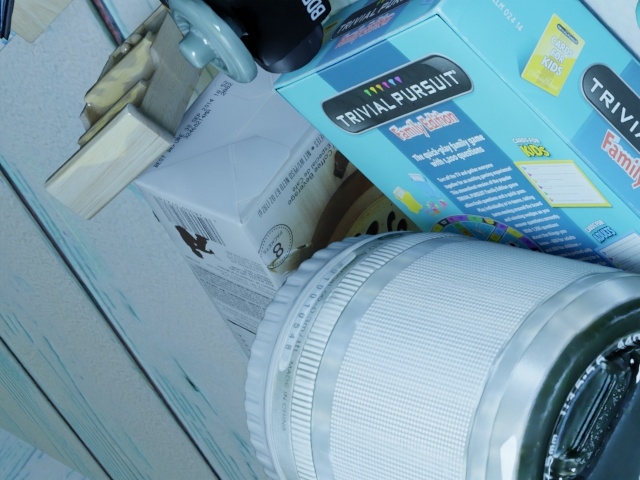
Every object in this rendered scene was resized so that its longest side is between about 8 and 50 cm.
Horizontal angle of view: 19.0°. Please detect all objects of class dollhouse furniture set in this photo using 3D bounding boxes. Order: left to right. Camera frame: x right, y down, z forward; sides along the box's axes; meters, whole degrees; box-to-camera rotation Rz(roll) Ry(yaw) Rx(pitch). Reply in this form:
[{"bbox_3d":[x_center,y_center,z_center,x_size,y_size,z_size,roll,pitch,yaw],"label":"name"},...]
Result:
[{"bbox_3d":[-0.209,-0.160,1.369,0.242,0.161,0.212,37,130,-18],"label":"dollhouse furniture set"}]

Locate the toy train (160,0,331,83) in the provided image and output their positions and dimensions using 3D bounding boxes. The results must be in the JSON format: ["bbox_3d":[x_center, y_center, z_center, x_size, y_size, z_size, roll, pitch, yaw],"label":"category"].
[{"bbox_3d":[-0.097,-0.236,1.175,0.190,0.142,0.334,42,172,35],"label":"toy train"}]

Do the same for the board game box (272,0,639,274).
[{"bbox_3d":[0.156,-0.036,1.261,0.336,0.079,0.254,44,159,-14],"label":"board game box"}]

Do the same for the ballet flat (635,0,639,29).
[{"bbox_3d":[0.318,-0.057,0.926,0.342,0.116,0.124,38,140,-1],"label":"ballet flat"}]

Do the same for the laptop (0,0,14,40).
[{"bbox_3d":[-0.223,-0.368,0.821,0.408,0.236,0.382,33,150,5],"label":"laptop"}]

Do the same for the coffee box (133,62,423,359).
[{"bbox_3d":[0.000,0.000,1.473,0.119,0.168,0.297,22,155,36],"label":"coffee box"}]

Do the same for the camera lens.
[{"bbox_3d":[0.110,0.112,1.220,0.274,0.219,0.219,14,149,49],"label":"camera lens"}]

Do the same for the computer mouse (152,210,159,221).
[{"bbox_3d":[-0.059,-0.011,1.705,0.188,0.072,0.272,36,172,0],"label":"computer mouse"}]
